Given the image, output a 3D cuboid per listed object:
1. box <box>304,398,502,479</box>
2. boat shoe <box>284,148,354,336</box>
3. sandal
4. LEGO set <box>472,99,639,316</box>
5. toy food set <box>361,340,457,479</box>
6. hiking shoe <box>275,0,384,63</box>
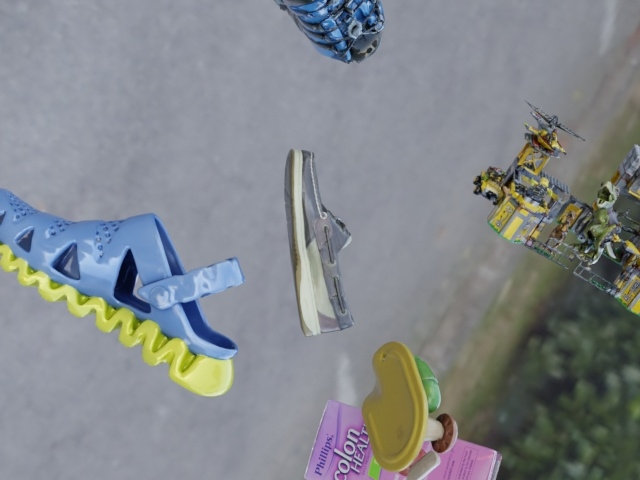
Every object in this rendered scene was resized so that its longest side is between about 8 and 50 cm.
[{"bbox_3d":[0.122,0.318,2.133,0.213,0.243,0.117,46,60,-77],"label":"box"},{"bbox_3d":[0.000,0.001,1.781,0.080,0.073,0.223,-135,-140,-81],"label":"boat shoe"},{"bbox_3d":[-0.204,0.027,1.568,0.138,0.317,0.126,-60,-179,7],"label":"sandal"},{"bbox_3d":[0.408,-0.065,2.191,0.192,0.331,0.255,-57,-179,24],"label":"LEGO set"},{"bbox_3d":[0.122,0.231,1.932,0.128,0.071,0.218,-55,-145,36],"label":"toy food set"},{"bbox_3d":[0.021,-0.247,1.518,0.113,0.132,0.304,-41,-176,4],"label":"hiking shoe"}]
